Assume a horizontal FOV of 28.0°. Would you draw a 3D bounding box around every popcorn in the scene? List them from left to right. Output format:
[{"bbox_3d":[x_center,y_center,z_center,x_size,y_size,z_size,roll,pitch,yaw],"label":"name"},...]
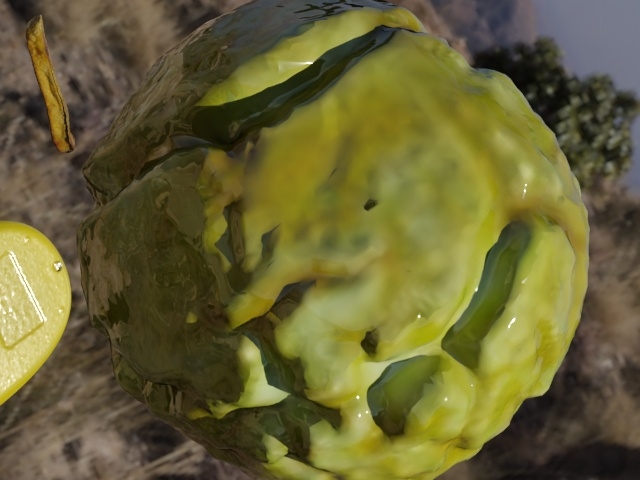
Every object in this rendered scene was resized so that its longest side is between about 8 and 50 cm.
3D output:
[{"bbox_3d":[0.000,0.000,0.543,0.221,0.204,0.183,57,-2,30],"label":"popcorn"}]

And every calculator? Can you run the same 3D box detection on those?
[{"bbox_3d":[-0.286,0.075,0.970,0.235,0.032,0.146,-40,120,-35],"label":"calculator"}]

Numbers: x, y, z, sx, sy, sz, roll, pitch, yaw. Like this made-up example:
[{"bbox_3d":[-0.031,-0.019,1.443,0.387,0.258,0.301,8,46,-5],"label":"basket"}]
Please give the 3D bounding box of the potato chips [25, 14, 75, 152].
[{"bbox_3d":[-0.287,-0.158,1.375,0.204,0.026,0.037,87,-5,-54],"label":"potato chips"}]
